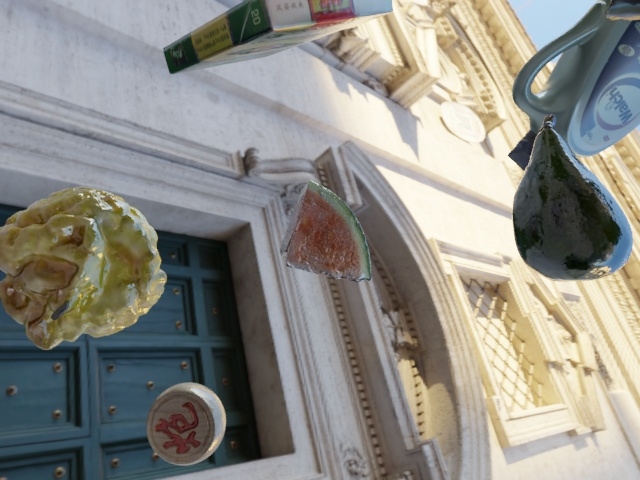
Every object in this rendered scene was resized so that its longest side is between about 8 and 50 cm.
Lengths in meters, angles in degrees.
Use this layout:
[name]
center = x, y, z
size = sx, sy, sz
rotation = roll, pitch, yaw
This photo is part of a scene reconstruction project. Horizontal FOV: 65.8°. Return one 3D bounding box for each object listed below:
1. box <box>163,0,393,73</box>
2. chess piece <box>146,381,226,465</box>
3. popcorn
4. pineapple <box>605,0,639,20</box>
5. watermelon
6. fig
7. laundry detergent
[box]
center = -0.056, -0.208, 0.493
size = 0.235, 0.132, 0.034
rotation = 11, -61, 53
[chess piece]
center = -0.142, 0.194, 0.526
size = 0.084, 0.038, 0.083
rotation = 0, -93, 8
[popcorn]
center = -0.264, 0.027, 0.550
size = 0.170, 0.180, 0.180
rotation = -121, -132, -82
[pineapple]
center = 0.296, -0.106, 0.350
size = 0.130, 0.277, 0.119
rotation = -46, -165, -14
[watermelon]
center = 0.000, 0.000, 1.359
size = 0.232, 0.310, 0.193
rotation = -33, -170, -5
[fig]
center = 0.246, -0.041, 0.515
size = 0.117, 0.117, 0.177
rotation = -27, -105, 39
[laundry detergent]
center = 0.410, -0.233, 0.783
size = 0.280, 0.215, 0.105
rotation = -42, -149, 19
